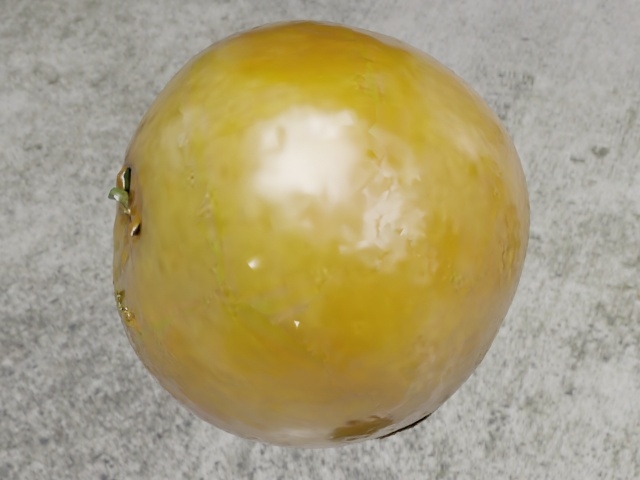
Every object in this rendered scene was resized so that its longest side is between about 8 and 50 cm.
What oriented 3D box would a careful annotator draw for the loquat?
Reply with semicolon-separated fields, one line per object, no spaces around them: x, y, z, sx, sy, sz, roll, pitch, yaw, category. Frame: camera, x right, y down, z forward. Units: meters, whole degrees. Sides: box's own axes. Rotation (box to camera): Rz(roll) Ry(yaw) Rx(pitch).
0.000;0.000;0.583;0.263;0.263;0.263;-3;50;4;loquat
